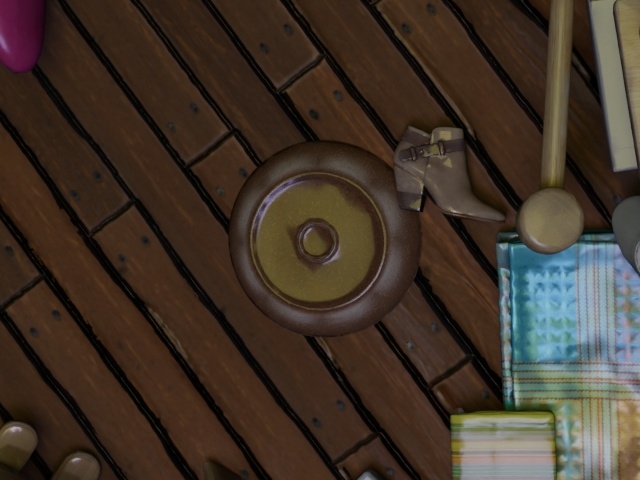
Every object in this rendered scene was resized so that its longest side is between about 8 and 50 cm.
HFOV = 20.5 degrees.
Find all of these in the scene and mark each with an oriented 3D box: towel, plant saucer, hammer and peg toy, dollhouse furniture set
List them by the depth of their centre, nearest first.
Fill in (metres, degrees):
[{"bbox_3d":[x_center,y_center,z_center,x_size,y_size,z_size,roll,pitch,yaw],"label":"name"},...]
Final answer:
[{"bbox_3d":[0.341,-0.104,1.529,0.361,0.127,0.265,-9,93,3],"label":"hammer and peg toy"},{"bbox_3d":[0.311,0.170,1.703,0.272,0.040,0.370,-2,94,13],"label":"towel"},{"bbox_3d":[0.179,0.282,1.705,0.102,0.021,0.237,-2,91,13],"label":"towel"},{"bbox_3d":[-0.214,0.270,1.740,0.242,0.212,0.161,29,102,-18],"label":"dollhouse furniture set"},{"bbox_3d":[0.000,0.000,1.758,0.199,0.036,0.198,1,94,13],"label":"plant saucer"}]

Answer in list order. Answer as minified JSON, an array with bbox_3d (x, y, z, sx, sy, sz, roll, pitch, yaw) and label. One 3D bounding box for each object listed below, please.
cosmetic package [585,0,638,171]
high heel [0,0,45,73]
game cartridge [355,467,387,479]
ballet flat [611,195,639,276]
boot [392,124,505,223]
[{"bbox_3d":[0.314,-0.186,1.644,0.127,0.107,0.238,-10,89,9],"label":"cosmetic package"},{"bbox_3d":[-0.285,-0.362,1.739,0.181,0.127,0.377,-14,88,23],"label":"high heel"},{"bbox_3d":[0.086,0.397,1.761,0.297,0.062,0.198,45,106,5],"label":"game cartridge"},{"bbox_3d":[0.346,0.046,1.629,0.072,0.068,0.213,-38,86,13],"label":"ballet flat"},{"bbox_3d":[0.128,-0.066,1.725,0.118,0.042,0.087,10,88,4],"label":"boot"}]
